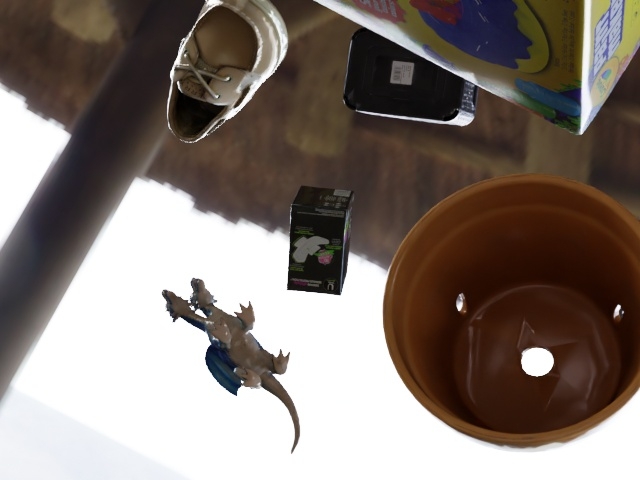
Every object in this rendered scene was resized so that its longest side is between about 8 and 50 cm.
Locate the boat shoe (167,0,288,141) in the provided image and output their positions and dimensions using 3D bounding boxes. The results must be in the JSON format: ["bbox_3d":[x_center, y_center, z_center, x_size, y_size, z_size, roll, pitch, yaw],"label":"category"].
[{"bbox_3d":[-0.119,-0.200,1.790,0.109,0.098,0.302,38,-23,0],"label":"boat shoe"}]

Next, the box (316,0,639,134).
[{"bbox_3d":[0.080,-0.246,0.921,0.279,0.177,0.290,30,-11,17],"label":"box"}]

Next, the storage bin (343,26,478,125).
[{"bbox_3d":[0.135,-0.238,2.235,0.180,0.122,0.084,9,4,20],"label":"storage bin"}]

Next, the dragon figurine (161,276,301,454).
[{"bbox_3d":[-0.111,0.166,2.185,0.289,0.085,0.144,53,-18,-4],"label":"dragon figurine"}]

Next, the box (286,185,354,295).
[{"bbox_3d":[0.000,0.000,1.391,0.052,0.083,0.062,7,19,6],"label":"box"}]

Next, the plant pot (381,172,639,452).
[{"bbox_3d":[0.222,0.102,1.635,0.291,0.291,0.203,22,-17,20],"label":"plant pot"}]
